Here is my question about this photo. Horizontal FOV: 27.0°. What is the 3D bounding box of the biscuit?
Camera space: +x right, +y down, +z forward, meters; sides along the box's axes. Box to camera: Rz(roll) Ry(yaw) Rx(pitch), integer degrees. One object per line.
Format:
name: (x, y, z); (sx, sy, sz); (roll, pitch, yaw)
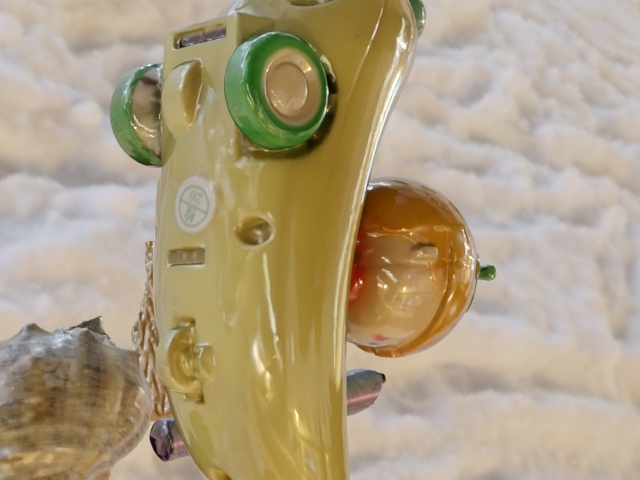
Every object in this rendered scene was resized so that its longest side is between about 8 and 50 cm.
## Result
biscuit: (-0.151, 0.101, 1.542); (0.033, 0.145, 0.224); (70, 17, -64)

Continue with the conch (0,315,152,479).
conch: (-0.246, 0.180, 1.063); (0.159, 0.210, 0.291); (29, 50, 2)

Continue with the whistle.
whistle: (-0.032, 0.115, 0.891); (0.176, 0.033, 0.033); (-10, 53, -35)

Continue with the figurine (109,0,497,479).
figurine: (0.000, 0.000, 0.753); (0.222, 0.124, 0.324); (6, 82, -45)
